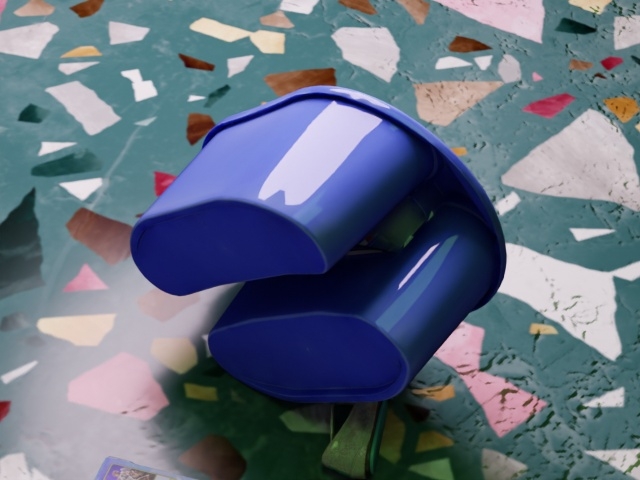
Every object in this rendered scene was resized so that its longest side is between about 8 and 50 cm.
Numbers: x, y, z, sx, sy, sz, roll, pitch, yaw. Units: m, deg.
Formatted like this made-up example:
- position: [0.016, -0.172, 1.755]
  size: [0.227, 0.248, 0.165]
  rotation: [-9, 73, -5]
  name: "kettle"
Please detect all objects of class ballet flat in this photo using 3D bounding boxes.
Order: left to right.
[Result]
- position: [0.041, 0.136, 1.077]
  size: [0.052, 0.057, 0.168]
  rotation: [8, 47, 15]
  name: "ballet flat"

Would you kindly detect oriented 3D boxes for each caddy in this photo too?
- position: [0.000, 0.000, 1.026]
  size: [0.241, 0.341, 0.179]
  rotation: [52, 59, -19]
  name: "caddy"

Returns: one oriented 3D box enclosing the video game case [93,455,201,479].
- position: [-0.085, 0.289, 0.875]
  size: [0.244, 0.061, 0.269]
  rotation: [13, 31, 5]
  name: "video game case"
